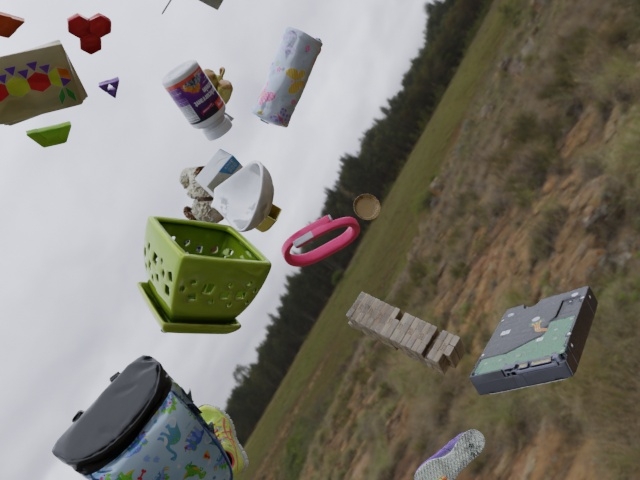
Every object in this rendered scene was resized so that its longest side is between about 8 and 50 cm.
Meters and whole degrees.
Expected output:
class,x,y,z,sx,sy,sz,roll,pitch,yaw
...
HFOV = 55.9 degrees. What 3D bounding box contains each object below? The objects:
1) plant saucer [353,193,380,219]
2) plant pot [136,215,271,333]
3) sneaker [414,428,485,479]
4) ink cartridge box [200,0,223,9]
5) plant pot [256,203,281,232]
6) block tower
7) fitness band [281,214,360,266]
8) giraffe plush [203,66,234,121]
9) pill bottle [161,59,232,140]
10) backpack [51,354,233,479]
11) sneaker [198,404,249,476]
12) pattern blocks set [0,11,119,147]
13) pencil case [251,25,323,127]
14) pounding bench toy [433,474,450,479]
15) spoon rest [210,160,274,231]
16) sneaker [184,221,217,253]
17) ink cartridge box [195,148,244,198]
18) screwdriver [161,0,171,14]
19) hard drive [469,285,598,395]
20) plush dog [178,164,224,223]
class,x,y,z,sx,sy,sz,roll,pitch,yaw
plant saucer,0.140,-0.100,1.837,0.083,0.083,0.015,-52,-3,-17
plant pot,-0.280,0.087,1.372,0.228,0.227,0.207,9,-70,-38
sneaker,0.467,0.786,2.167,0.293,0.102,0.146,-38,-15,2
ink cartridge box,-0.302,-0.654,1.417,0.176,0.128,0.127,9,-56,-53
plant pot,-0.190,-0.076,2.016,0.083,0.081,0.081,-54,10,32
block tower,0.225,0.252,1.673,0.091,0.335,0.097,-54,-37,-18
fitness band,0.000,0.000,2.123,0.291,0.054,0.209,-27,-25,7
giraffe plush,-0.389,-0.543,2.158,0.181,0.210,0.170,-25,46,16
pill bottle,-0.313,-0.359,1.565,0.108,0.193,0.108,-23,34,16
backpack,-0.364,0.493,1.380,0.290,0.273,0.355,-47,-44,-30
sneaker,-0.265,0.523,1.571,0.081,0.208,0.094,-38,-10,16
pattern blocks set,-0.558,-0.305,1.168,0.325,0.026,0.285,-14,-43,-23
pencil case,-0.096,-0.452,1.676,0.113,0.124,0.273,17,-81,-38
pounding bench toy,0.339,0.709,1.736,0.052,0.083,0.065,-5,-64,-56
spoon rest,-0.160,-0.080,1.193,0.276,0.084,0.137,174,106,-69
sneaker,-0.320,0.031,1.661,0.135,0.097,0.276,-18,-23,-39
ink cartridge box,-0.225,-0.136,1.558,0.104,0.061,0.181,-52,-40,-10
screwdriver,-0.359,-0.643,1.537,0.170,0.025,0.024,-66,-21,-12
hard drive,0.521,0.238,1.455,0.237,0.064,0.339,-26,6,38
plush dog,-0.417,-0.172,2.282,0.210,0.262,0.225,-67,-29,-80
